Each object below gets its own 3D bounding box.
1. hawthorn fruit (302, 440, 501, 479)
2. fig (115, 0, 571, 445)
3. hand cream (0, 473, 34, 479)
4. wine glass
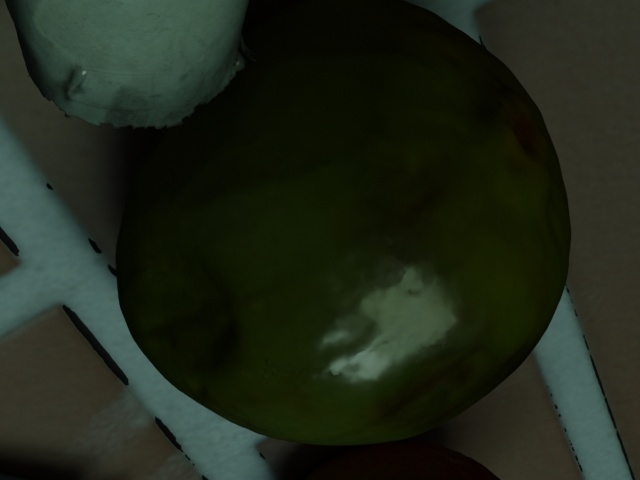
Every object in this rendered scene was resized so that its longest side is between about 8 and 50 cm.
[{"bbox_3d":[0.052,0.213,1.114,0.189,0.189,0.189,-20,141,-17],"label":"hawthorn fruit"},{"bbox_3d":[0.006,0.006,0.818,0.230,0.207,0.207,-46,141,16],"label":"fig"},{"bbox_3d":[-0.216,0.151,0.947,0.271,0.058,0.091,18,117,-40],"label":"hand cream"},{"bbox_3d":[-0.074,-0.145,0.670,0.111,0.111,0.204,-17,138,-19],"label":"wine glass"}]
